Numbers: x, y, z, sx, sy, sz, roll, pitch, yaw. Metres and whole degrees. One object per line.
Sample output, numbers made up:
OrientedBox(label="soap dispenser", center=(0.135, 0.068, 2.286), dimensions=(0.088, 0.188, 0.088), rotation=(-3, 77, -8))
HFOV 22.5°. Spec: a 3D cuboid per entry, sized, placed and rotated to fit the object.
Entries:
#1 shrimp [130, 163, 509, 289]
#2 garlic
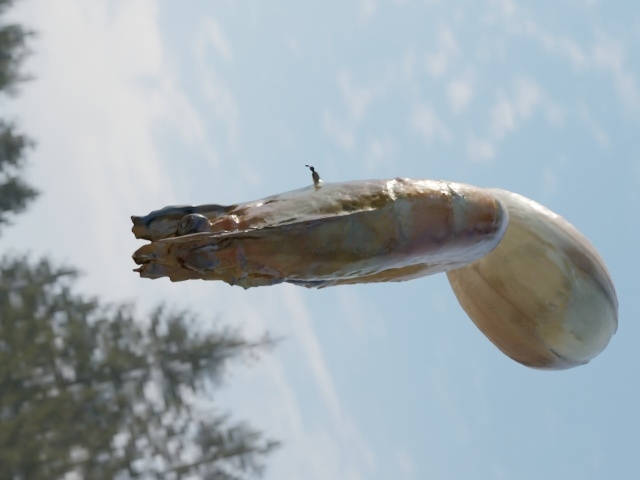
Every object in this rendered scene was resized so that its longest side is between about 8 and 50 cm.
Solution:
OrientedBox(label="shrimp", center=(0.000, 0.000, 0.968), dimensions=(0.150, 0.249, 0.068), rotation=(-35, -120, 51))
OrientedBox(label="garlic", center=(0.183, 0.024, 1.433), dimensions=(0.206, 0.128, 0.115), rotation=(49, -46, 6))
